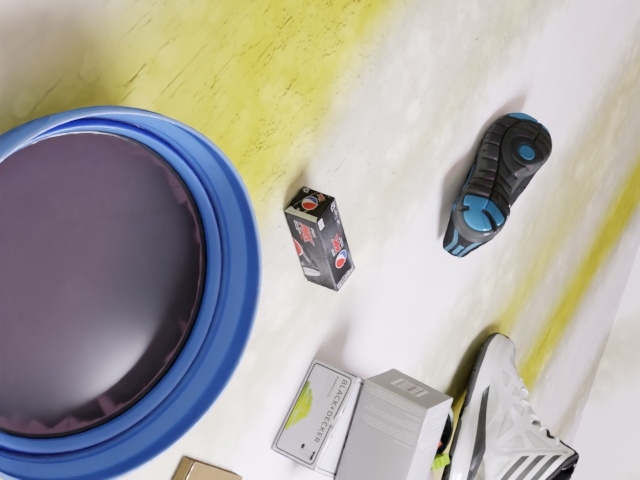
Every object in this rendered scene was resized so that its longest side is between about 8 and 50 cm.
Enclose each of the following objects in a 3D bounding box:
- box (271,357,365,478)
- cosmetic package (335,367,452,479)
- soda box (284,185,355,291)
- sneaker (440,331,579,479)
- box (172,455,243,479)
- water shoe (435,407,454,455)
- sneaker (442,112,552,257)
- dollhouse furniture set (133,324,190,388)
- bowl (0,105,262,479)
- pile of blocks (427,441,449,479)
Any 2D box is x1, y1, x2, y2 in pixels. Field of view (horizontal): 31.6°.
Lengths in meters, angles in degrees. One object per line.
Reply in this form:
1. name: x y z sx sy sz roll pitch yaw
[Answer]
1. box: 0.042 0.318 1.918 0.169 0.087 0.290 -65 153 -7
2. cosmetic package: 0.112 0.345 1.830 0.107 0.127 0.238 -10 120 -58
3. soda box: 0.000 0.000 1.646 0.053 0.060 0.169 -54 149 -28
4. sneaker: 0.419 0.396 2.381 0.447 0.257 0.169 -65 167 -46
5. box: -0.196 0.419 1.634 0.201 0.021 0.164 -64 152 -8
6. water shoe: 0.211 0.423 2.310 0.080 0.073 0.203 22 89 -60
7. sneaker: 0.321 -0.111 2.120 0.341 0.125 0.140 -52 176 -34
8. dollhouse furniture set: -0.227 0.048 1.281 0.161 0.101 0.182 32 80 -37
9. bowl: -0.232 0.054 1.142 0.391 0.077 0.391 -15 114 -39
10. pile of blocks: 0.204 0.495 2.144 0.149 0.112 0.362 37 47 -49
